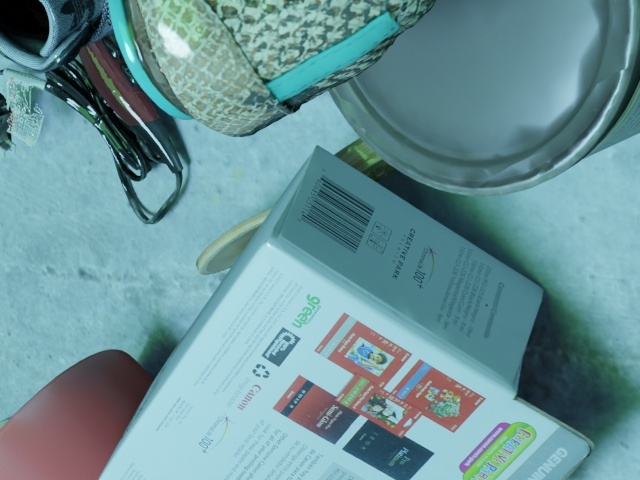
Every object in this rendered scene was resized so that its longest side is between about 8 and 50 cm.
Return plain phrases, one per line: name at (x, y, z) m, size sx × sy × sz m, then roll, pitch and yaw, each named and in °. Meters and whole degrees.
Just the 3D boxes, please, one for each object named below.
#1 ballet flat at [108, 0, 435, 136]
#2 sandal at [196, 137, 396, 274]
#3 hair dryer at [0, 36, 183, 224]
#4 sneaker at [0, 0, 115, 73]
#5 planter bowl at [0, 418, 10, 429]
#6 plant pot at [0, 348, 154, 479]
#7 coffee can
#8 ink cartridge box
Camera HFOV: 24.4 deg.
ballet flat at (-0.029, -0.274, 0.750) m, size 0.182 × 0.164 × 0.483 m, roll -22°, pitch 58°, yaw 17°
sandal at (-0.004, 0.001, 1.156) m, size 0.240 × 0.088 × 0.079 m, roll -36°, pitch 77°, yaw 36°
hair dryer at (-0.194, -0.176, 1.280) m, size 0.223 × 0.080 × 0.294 m, roll 20°, pitch 123°, yaw 14°
sneaker at (-0.152, -0.195, 1.126) m, size 0.268 × 0.153 × 0.101 m, roll -16°, pitch 108°, yaw 20°
planter bowl at (-0.343, 0.272, 1.492) m, size 0.162 × 0.162 × 0.109 m, roll -26°, pitch 102°, yaw 42°
plant pot at (-0.169, 0.270, 1.286) m, size 0.243 × 0.275 × 0.275 m, roll 36°, pitch 125°, yaw 13°
coffee can at (0.152, -0.154, 0.847) m, size 0.201 × 0.275 × 0.202 m, roll 14°, pitch 113°, yaw 36°
ink cartridge box at (0.022, 0.132, 1.125) m, size 0.272 × 0.130 × 0.309 m, roll 33°, pitch 128°, yaw -6°
